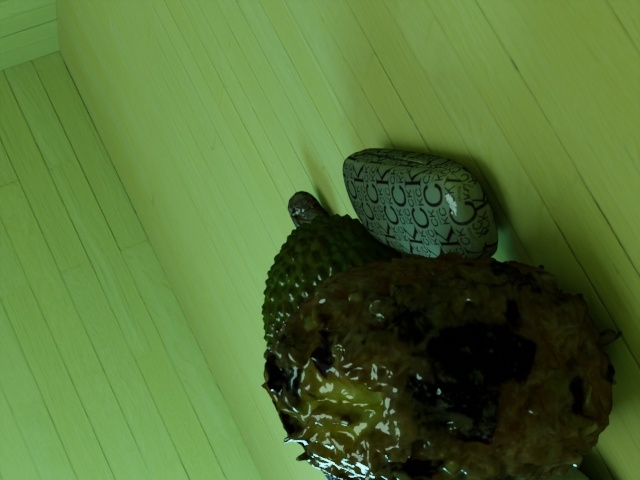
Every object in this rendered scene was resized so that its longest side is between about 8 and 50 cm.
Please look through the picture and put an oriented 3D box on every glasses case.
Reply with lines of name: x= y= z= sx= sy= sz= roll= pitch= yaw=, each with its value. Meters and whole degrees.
glasses case: x=0.126 y=-0.050 z=1.599 sx=0.355 sy=0.085 sz=0.137 roll=21 pitch=133 yaw=65

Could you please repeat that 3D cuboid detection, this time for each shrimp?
shrimp: x=0.001 y=-0.001 z=2.069 sx=0.073 sy=0.075 sz=0.190 roll=-38 pitch=84 yaw=39

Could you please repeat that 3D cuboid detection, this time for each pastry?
pastry: x=0.152 y=0.156 z=1.351 sx=0.337 sy=0.405 sz=0.292 roll=-10 pitch=82 yaw=42

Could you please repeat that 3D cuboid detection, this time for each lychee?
lychee: x=0.040 y=0.116 z=1.794 sx=0.270 sy=0.270 sz=0.320 roll=144 pitch=134 yaw=-72

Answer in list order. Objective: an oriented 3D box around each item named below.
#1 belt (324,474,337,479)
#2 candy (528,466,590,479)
belt: x=0.065 y=0.416 z=2.311 sx=0.260 sy=0.122 sz=0.325 roll=61 pitch=166 yaw=-4
candy: x=0.252 y=0.407 z=1.629 sx=0.386 sy=0.186 sz=0.427 roll=45 pitch=157 yaw=35
